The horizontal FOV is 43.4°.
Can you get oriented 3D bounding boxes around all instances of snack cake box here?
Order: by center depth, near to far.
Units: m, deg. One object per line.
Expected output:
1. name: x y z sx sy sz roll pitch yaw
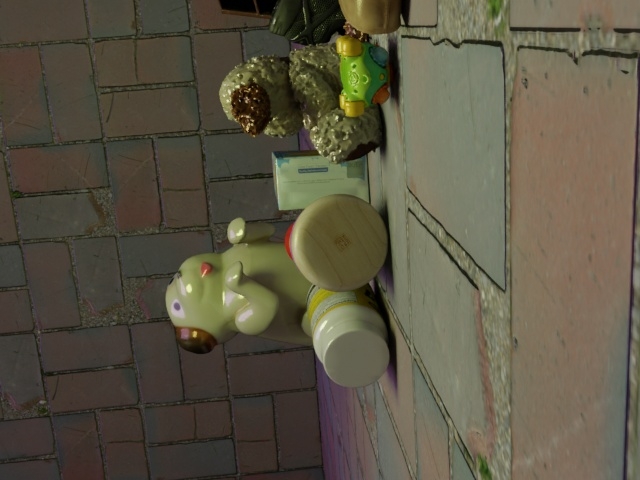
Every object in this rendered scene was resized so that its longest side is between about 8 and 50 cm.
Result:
1. snack cake box: -0.006 -0.114 1.430 0.264 0.152 0.089 -121 27 -80

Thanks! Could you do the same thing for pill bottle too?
1. pill bottle: 0.043 0.138 1.271 0.208 0.119 0.119 -105 10 -68

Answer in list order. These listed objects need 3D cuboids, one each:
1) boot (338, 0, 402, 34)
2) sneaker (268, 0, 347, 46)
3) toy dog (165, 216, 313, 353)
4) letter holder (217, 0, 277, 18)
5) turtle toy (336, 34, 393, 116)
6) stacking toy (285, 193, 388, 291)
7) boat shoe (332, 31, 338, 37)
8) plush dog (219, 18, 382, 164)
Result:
1. boot: 0.040 -0.400 0.869 0.270 0.089 0.236 87 176 -47
2. sneaker: 0.020 -0.403 1.238 0.228 0.130 0.087 -67 16 6
3. toy dog: -0.140 0.110 1.800 0.395 0.407 0.285 93 172 -62
4. letter holder: -0.092 -0.572 1.396 0.214 0.152 0.302 71 -152 -77
5. turtle toy: 0.056 -0.211 1.011 0.130 0.066 0.095 -105 10 -71
6. stacking toy: 0.000 0.000 1.288 0.330 0.141 0.141 -173 78 -79
7. boat shoe: 0.004 -0.460 1.308 0.079 0.095 0.255 -60 -25 -77
8. plush dog: -0.037 -0.221 1.192 0.262 0.225 0.211 -112 17 -78
